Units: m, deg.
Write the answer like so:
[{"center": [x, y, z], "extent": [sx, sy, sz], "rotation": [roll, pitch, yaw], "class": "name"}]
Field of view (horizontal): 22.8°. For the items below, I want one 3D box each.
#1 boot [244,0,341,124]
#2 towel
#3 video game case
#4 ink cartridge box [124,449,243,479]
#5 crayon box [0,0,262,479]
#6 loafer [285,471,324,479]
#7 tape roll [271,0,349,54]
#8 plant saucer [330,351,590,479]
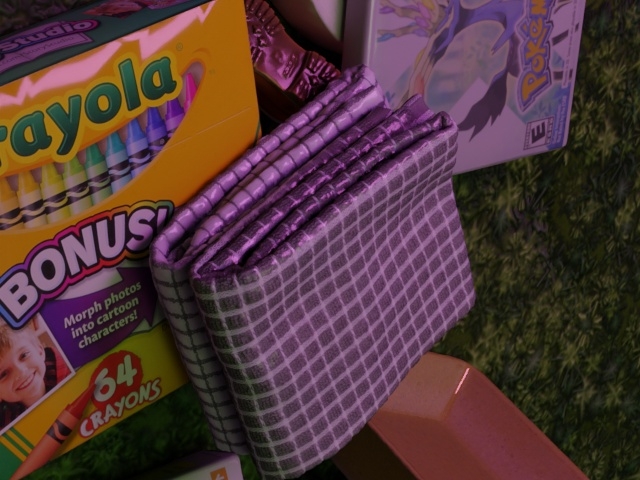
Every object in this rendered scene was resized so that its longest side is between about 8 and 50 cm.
[{"center": [-0.058, -0.155, 1.356], "extent": [0.158, 0.085, 0.059], "rotation": [42, 64, -18], "class": "boot"}, {"center": [0.011, 0.029, 1.306], "extent": [0.284, 0.121, 0.235], "rotation": [-41, 133, -27], "class": "towel"}, {"center": [0.140, -0.219, 1.439], "extent": [0.300, 0.036, 0.329], "rotation": [-15, 119, -40], "class": "video game case"}, {"center": [-0.176, 0.375, 1.401], "extent": [0.307, 0.072, 0.303], "rotation": [-15, 97, -38], "class": "ink cartridge box"}, {"center": [-0.205, -0.003, 1.238], "extent": [0.363, 0.106, 0.313], "rotation": [-29, 126, -34], "class": "crayon box"}, {"center": [-0.059, 0.330, 1.567], "extent": [0.078, 0.076, 0.223], "rotation": [45, 70, -41], "class": "loafer"}, {"center": [0.091, -0.342, 1.412], "extent": [0.392, 0.072, 0.392], "rotation": [-22, 123, -37], "class": "tape roll"}, {"center": [0.130, 0.224, 1.538], "extent": [0.333, 0.333, 0.081], "rotation": [17, 112, -48], "class": "plant saucer"}]
